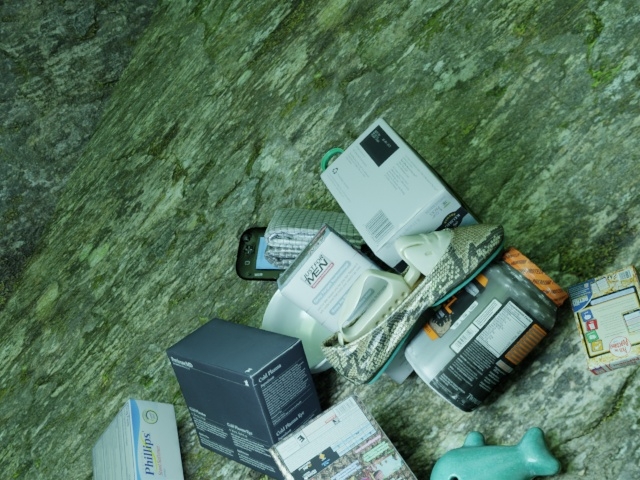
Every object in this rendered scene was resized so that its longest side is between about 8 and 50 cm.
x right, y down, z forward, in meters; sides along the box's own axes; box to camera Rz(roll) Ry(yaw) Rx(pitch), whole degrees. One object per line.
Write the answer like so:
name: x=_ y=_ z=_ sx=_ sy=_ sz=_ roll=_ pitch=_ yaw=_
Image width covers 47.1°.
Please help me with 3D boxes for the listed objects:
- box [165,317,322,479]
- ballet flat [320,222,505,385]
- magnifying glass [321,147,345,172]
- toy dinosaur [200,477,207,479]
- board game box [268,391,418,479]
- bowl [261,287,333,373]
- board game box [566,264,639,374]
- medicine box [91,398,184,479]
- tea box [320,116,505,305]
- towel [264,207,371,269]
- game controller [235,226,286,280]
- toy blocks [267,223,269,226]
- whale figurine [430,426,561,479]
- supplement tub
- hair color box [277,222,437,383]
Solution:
box: x=-0.182 y=0.393 z=1.859 sx=0.343 sy=0.313 sz=0.179 roll=7 pitch=31 yaw=43
ballet flat: x=0.179 y=0.106 z=1.586 sx=0.483 sy=0.182 sz=0.164 roll=-48 pitch=14 yaw=12
magnifying glass: x=0.078 y=-0.215 z=2.228 sx=0.092 sy=0.026 sz=0.231 roll=-53 pitch=44 yaw=2
toy dinosaur: x=-0.324 y=0.717 z=2.010 sx=0.211 sy=0.064 sz=0.112 roll=-2 pitch=96 yaw=36
board game box: x=0.066 y=0.526 z=1.602 sx=0.232 sy=0.141 sz=0.291 roll=-32 pitch=59 yaw=-10
bowl: x=-0.007 y=0.231 z=1.954 sx=0.297 sy=0.134 sz=0.298 roll=-21 pitch=54 yaw=31
board game box: x=0.607 y=0.164 z=1.519 sx=0.146 sy=0.045 sz=0.194 roll=-24 pitch=52 yaw=29
medicine box: x=-0.528 y=0.646 z=2.099 sx=0.289 sy=0.149 sz=0.263 roll=-50 pitch=41 yaw=31
tea box: x=0.224 y=-0.068 z=1.792 sx=0.220 sy=0.323 sz=0.329 roll=-44 pitch=43 yaw=12
towel: x=0.000 y=0.000 z=1.966 sx=0.283 sy=0.235 sz=0.121 roll=5 pitch=107 yaw=4
game controller: x=-0.100 y=0.040 z=2.151 sx=0.319 sy=0.067 sz=0.166 roll=-1 pitch=62 yaw=23
toy blocks: x=-0.138 y=-0.003 z=2.268 sx=0.148 sy=0.054 sz=0.123 roll=-52 pitch=44 yaw=4
whale figurine: x=0.344 y=0.478 z=1.492 sx=0.272 sy=0.141 sz=0.216 roll=-36 pitch=46 yaw=19
supplement tub: x=0.362 y=0.190 z=1.603 sx=0.338 sy=0.207 sz=0.207 roll=-48 pitch=44 yaw=7
hair color box: x=0.100 y=0.149 z=1.734 sx=0.185 sy=0.374 sz=0.113 roll=-50 pitch=14 yaw=6
